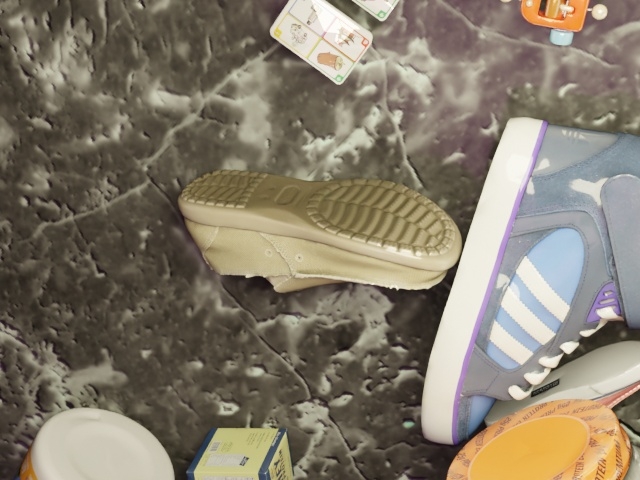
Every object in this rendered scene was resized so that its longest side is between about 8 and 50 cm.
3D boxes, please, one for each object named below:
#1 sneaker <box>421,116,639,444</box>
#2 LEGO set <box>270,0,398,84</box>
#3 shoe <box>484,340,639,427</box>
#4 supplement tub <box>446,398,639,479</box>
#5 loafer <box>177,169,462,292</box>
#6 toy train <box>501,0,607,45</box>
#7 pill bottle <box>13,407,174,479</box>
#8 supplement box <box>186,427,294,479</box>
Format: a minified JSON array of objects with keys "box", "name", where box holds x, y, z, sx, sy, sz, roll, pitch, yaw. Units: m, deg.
[{"box":[0.232,0.066,1.008,0.236,0.130,0.322,18,111,10],"name":"sneaker"},{"box":[-0.030,-0.275,0.983,0.244,0.060,0.182,34,104,-4],"name":"LEGO set"},{"box":[0.245,0.160,1.088,0.178,0.063,0.081,-29,105,28],"name":"shoe"},{"box":[0.238,0.305,0.992,0.193,0.193,0.316,-20,106,21],"name":"supplement tub"},{"box":[0.000,0.000,1.055,0.268,0.102,0.092,13,129,25],"name":"loafer"},{"box":[0.173,-0.245,0.936,0.125,0.046,0.166,7,118,9],"name":"toy train"},{"box":[-0.272,0.319,1.228,0.152,0.152,0.272,30,116,-1],"name":"pill bottle"},{"box":[-0.079,0.234,1.183,0.083,0.083,0.056,-2,113,15],"name":"supplement box"}]
